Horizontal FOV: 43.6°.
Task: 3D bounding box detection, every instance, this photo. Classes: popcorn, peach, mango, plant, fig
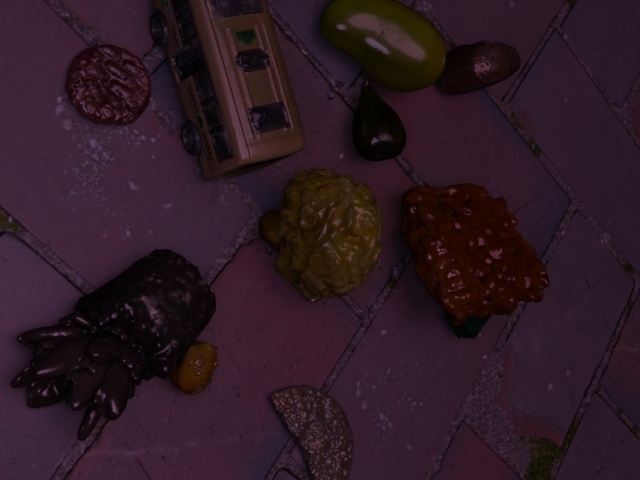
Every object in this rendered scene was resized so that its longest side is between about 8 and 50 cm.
[{"bbox_3d":[0.000,0.000,1.521,0.237,0.252,0.206,38,34,12],"label":"popcorn"},{"bbox_3d":[-0.230,0.219,1.411,0.098,0.061,0.098,-18,114,-47],"label":"peach"},{"bbox_3d":[0.135,-0.422,1.688,0.293,0.143,0.175,23,78,-19],"label":"mango"},{"bbox_3d":[-0.329,0.155,1.284,0.321,0.181,0.194,-46,110,-34],"label":"plant"},{"bbox_3d":[0.112,-0.250,1.676,0.117,0.117,0.178,-7,72,-34],"label":"fig"}]

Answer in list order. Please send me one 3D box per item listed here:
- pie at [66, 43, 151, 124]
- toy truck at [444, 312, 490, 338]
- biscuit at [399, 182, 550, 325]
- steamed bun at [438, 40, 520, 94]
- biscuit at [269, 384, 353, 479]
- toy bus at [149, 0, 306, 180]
[{"bbox_3d":[-0.366,-0.269,1.391,0.154,0.036,0.155,4,83,-33],"label":"pie"},{"bbox_3d":[0.340,0.148,1.791,0.147,0.079,0.065,-47,109,-31],"label":"toy truck"},{"bbox_3d":[0.324,0.016,1.734,0.312,0.110,0.318,-5,61,-35],"label":"biscuit"},{"bbox_3d":[0.365,-0.402,1.832,0.175,0.144,0.106,-18,93,-39],"label":"steamed bun"},{"bbox_3d":[0.001,0.375,1.565,0.133,0.032,0.250,-34,102,-33],"label":"biscuit"},{"bbox_3d":[-0.162,-0.305,1.433,0.176,0.202,0.366,-19,95,-33],"label":"toy bus"}]
